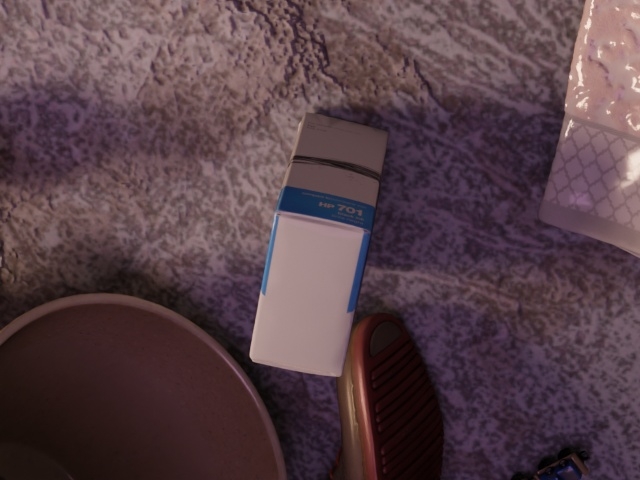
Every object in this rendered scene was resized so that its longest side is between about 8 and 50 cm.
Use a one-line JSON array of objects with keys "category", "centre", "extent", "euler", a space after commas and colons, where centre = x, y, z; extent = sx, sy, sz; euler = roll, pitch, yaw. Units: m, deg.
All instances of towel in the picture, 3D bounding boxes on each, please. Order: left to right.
[{"category": "towel", "centre": [0.340, -0.104, 1.418], "extent": [0.331, 0.053, 0.317], "euler": [23, 116, 25]}]

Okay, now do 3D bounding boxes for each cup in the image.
[{"category": "cup", "centre": [-0.227, 0.239, 1.656], "extent": [0.331, 0.331, 0.237], "euler": [44, 141, -13]}]

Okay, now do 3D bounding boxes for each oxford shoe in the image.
[{"category": "oxford shoe", "centre": [0.037, 0.231, 1.691], "extent": [0.130, 0.123, 0.348], "euler": [4, 109, 34]}]

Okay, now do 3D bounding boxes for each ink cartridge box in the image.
[{"category": "ink cartridge box", "centre": [0.000, 0.000, 1.534], "extent": [0.082, 0.191, 0.140], "euler": [12, 119, 2]}]

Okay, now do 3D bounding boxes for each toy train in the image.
[{"category": "toy train", "centre": [0.178, 0.234, 1.712], "extent": [0.158, 0.036, 0.027], "euler": [-33, 107, 23]}]
